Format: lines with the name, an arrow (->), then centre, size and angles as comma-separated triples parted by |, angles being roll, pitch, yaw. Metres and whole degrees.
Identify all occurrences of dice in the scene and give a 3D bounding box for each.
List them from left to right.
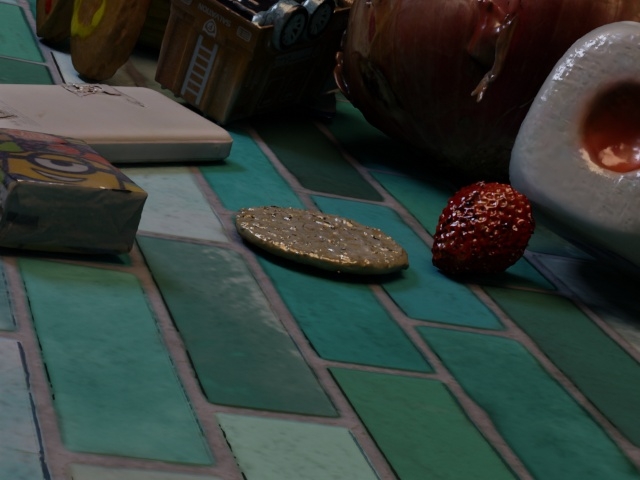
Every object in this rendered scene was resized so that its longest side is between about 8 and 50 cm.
dice -> 0.297, -0.070, 1.475 | 0.193, 0.194, 0.192 | 29, 0, 29

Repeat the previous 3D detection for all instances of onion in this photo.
onion -> 0.193, -0.201, 1.750 | 0.353, 0.354, 0.353 | 13, 16, -4

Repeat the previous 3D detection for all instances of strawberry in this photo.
strawberry -> 0.136, -0.005, 1.424 | 0.083, 0.083, 0.096 | 23, 47, 30

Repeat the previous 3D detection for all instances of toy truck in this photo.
toy truck -> -0.043, -0.229, 1.837 | 0.136, 0.162, 0.305 | 33, 29, 22

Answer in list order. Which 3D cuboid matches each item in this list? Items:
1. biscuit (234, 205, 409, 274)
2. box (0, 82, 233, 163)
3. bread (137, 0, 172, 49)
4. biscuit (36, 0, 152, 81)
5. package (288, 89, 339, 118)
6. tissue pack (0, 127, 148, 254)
biscuit -> 0.000, 0.000, 1.382 | 0.152, 0.020, 0.152 | 12, 15, -3
box -> -0.221, -0.109, 1.532 | 0.142, 0.044, 0.285 | 29, 21, 37
bread -> -0.169, -0.361, 2.048 | 0.142, 0.253, 0.227 | 25, 33, 16
biscuit -> -0.263, -0.300, 1.876 | 0.052, 0.262, 0.277 | 22, -14, -31
package -> -0.060, -0.186, 1.955 | 0.171, 0.027, 0.173 | 15, 18, -2
tissue pack -> -0.211, -0.038, 1.260 | 0.108, 0.060, 0.148 | 6, 16, -30
